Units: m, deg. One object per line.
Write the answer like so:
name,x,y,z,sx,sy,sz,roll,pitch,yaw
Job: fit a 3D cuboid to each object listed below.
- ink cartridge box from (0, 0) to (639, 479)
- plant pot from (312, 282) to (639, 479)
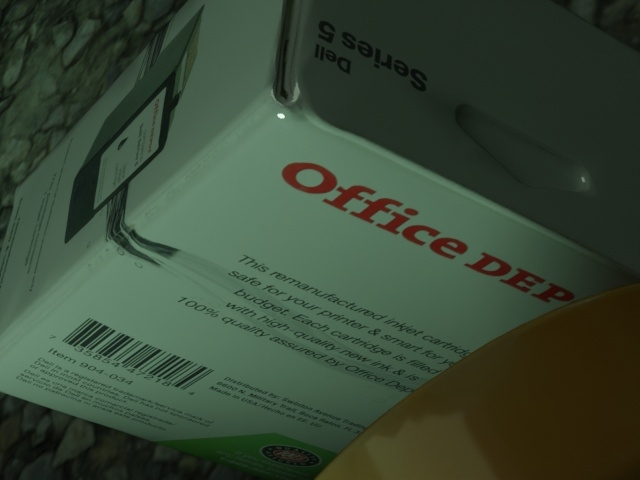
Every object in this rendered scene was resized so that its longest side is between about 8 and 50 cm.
ink cartridge box,0.000,0.000,0.565,0.273,0.198,0.115,-35,39,48
plant pot,0.109,0.149,0.426,0.205,0.205,0.188,-44,56,14
